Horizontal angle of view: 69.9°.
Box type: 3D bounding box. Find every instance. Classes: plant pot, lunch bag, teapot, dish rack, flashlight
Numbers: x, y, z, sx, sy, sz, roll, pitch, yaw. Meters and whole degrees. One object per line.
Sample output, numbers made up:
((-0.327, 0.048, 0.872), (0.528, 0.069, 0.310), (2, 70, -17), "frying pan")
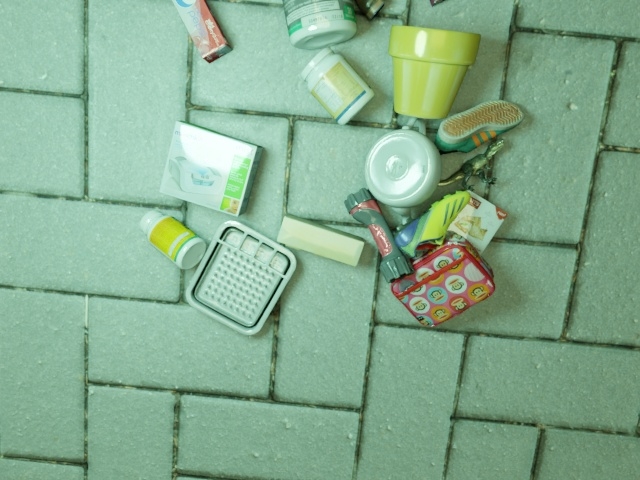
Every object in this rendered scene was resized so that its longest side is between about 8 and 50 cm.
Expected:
((0.315, -0.493, 1.349), (0.253, 0.254, 0.239), (7, 115, 0), "plant pot")
((0.378, 0.117, 1.468), (0.293, 0.120, 0.258), (-38, 101, 30), "lunch bag")
((0.271, -0.220, 1.423), (0.256, 0.187, 0.253), (-41, 70, 25), "teapot")
((-0.264, 0.122, 1.542), (0.285, 0.072, 0.333), (29, 99, -5), "dish rack")
((0.178, -0.014, 1.442), (0.103, 0.103, 0.304), (-32, 72, 31), "flashlight")

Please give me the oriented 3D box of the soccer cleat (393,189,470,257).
((0.356, -0.050, 1.405), (0.289, 0.093, 0.121), (-33, 76, -13), "soccer cleat")

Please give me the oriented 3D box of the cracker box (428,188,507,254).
((0.477, -0.032, 1.503), (0.155, 0.067, 0.232), (30, 98, -3), "cracker box")

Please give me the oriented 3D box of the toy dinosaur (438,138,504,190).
((0.483, -0.214, 1.462), (0.268, 0.118, 0.064), (-30, 142, 8), "toy dinosaur")

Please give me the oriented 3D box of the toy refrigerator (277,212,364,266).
((0.000, 0.000, 1.501), (0.269, 0.102, 0.094), (18, 100, -3), "toy refrigerator")

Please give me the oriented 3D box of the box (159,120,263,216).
((-0.342, -0.228, 1.458), (0.261, 0.127, 0.231), (18, 102, -1), "box")

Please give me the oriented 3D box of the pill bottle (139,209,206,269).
((-0.481, -0.008, 1.480), (0.208, 0.117, 0.118), (34, 99, 18), "pill bottle")

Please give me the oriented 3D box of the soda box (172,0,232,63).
((-0.377, -0.689, 1.398), (0.092, 0.083, 0.264), (-27, 98, 5), "soda box")

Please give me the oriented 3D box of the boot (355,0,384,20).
((0.185, -0.786, 1.372), (0.106, 0.082, 0.219), (39, 100, -8), "boot")

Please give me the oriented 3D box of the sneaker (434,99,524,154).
((0.488, -0.350, 1.439), (0.301, 0.121, 0.108), (-17, 70, -13), "sneaker")

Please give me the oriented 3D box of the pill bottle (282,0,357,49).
((-0.022, -0.763, 1.317), (0.204, 0.204, 0.362), (-10, 100, 3), "pill bottle")

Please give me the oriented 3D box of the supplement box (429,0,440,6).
((0.371, -0.760, 1.392), (0.083, 0.043, 0.055), (-25, 99, 4), "supplement box")

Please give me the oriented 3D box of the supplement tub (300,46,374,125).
((0.051, -0.469, 1.397), (0.144, 0.144, 0.200), (-43, 96, 7), "supplement tub")
